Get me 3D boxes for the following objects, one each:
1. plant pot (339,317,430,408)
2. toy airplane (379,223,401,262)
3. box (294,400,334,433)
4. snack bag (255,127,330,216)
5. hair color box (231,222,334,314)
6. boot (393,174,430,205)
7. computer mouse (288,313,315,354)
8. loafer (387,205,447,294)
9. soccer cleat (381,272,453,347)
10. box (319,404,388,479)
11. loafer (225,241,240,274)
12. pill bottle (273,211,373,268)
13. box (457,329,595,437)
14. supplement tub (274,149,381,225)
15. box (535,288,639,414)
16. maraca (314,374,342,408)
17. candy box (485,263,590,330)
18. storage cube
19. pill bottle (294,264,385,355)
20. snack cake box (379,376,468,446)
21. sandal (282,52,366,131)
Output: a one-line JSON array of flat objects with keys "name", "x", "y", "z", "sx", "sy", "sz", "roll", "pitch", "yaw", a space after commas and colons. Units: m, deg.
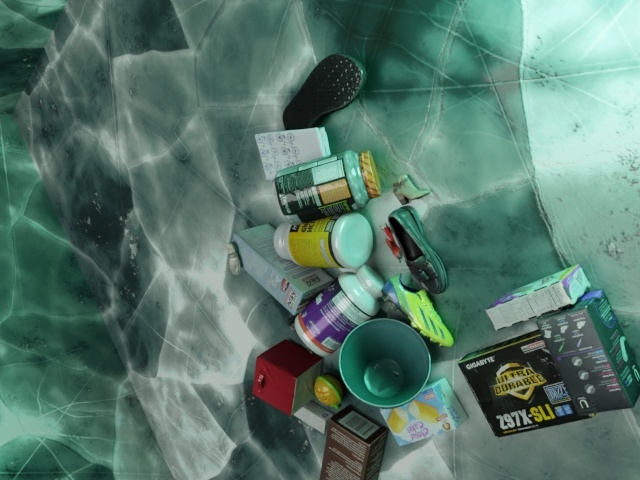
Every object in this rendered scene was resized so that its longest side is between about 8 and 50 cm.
[{"name": "plant pot", "x": 0.211, "y": 0.430, "z": 1.895, "sx": 0.290, "sy": 0.290, "sz": 0.195, "roll": 42, "pitch": 162, "yaw": 24}, {"name": "toy airplane", "x": 0.231, "y": 0.006, "z": 1.838, "sx": 0.028, "sy": 0.151, "sz": 0.151, "roll": -28, "pitch": 83, "yaw": 11}, {"name": "box", "x": -0.088, "y": 0.676, "z": 2.332, "sx": 0.324, "sy": 0.063, "sz": 0.067, "roll": 20, "pitch": 116, "yaw": 35}, {"name": "snack bag", "x": -0.077, "y": -0.229, "z": 2.031, "sx": 0.323, "sy": 0.037, "sz": 0.343, "roll": 4, "pitch": 118, "yaw": 40}, {"name": "hair color box", "x": -0.150, "y": 0.098, "z": 2.132, "sx": 0.374, "sy": 0.185, "sz": 0.114, "roll": 39, "pitch": 126, "yaw": 26}, {"name": "boot", "x": 0.279, "y": -0.166, "z": 1.787, "sx": 0.118, "sy": 0.042, "sz": 0.087, "roll": -23, "pitch": 80, "yaw": 35}, {"name": "computer mouse", "x": -0.026, "y": 0.308, "z": 2.178, "sx": 0.184, "sy": 0.060, "sz": 0.262, "roll": 48, "pitch": 140, "yaw": 14}, {"name": "loafer", "x": 0.295, "y": 0.040, "z": 1.794, "sx": 0.109, "sy": 0.095, "sz": 0.303, "roll": -29, "pitch": 84, "yaw": 42}, {"name": "soccer cleat", "x": 0.324, "y": 0.223, "z": 1.815, "sx": 0.289, "sy": 0.093, "sz": 0.121, "roll": 41, "pitch": 90, "yaw": 5}, {"name": "box", "x": 0.119, "y": 0.845, "z": 2.158, "sx": 0.191, "sy": 0.143, "sz": 0.382, "roll": 24, "pitch": 116, "yaw": 33}, {"name": "loafer", "x": -0.321, "y": 0.065, "z": 2.125, "sx": 0.045, "sy": 0.039, "sz": 0.125, "roll": -10, "pitch": 104, "yaw": 11}, {"name": "pill bottle", "x": 0.000, "y": 0.000, "z": 1.969, "sx": 0.334, "sy": 0.188, "sz": 0.188, "roll": -1, "pitch": 102, "yaw": 43}, {"name": "box", "x": 0.597, "y": 0.416, "z": 1.661, "sx": 0.322, "sy": 0.079, "sz": 0.257, "roll": -32, "pitch": 83, "yaw": 41}, {"name": "supplement tub", "x": 0.027, "y": -0.174, "z": 1.837, "sx": 0.316, "sy": 0.193, "sz": 0.194, "roll": -14, "pitch": 94, "yaw": 13}, {"name": "box", "x": 0.699, "y": 0.287, "z": 1.474, "sx": 0.143, "sy": 0.165, "sz": 0.270, "roll": -27, "pitch": 84, "yaw": 41}, {"name": "maraca", "x": 0.031, "y": 0.584, "z": 2.186, "sx": 0.127, "sy": 0.099, "sz": 0.186, "roll": 39, "pitch": 151, "yaw": 28}, {"name": "candy box", "x": 0.585, "y": 0.155, "z": 1.538, "sx": 0.233, "sy": 0.159, "sz": 0.071, "roll": -31, "pitch": 83, "yaw": 41}, {"name": "storage cube", "x": -0.128, "y": 0.533, "z": 2.229, "sx": 0.193, "sy": 0.215, "sz": 0.184, "roll": 21, "pitch": 115, "yaw": 28}, {"name": "pill bottle", "x": 0.075, "y": 0.233, "z": 1.944, "sx": 0.323, "sy": 0.181, "sz": 0.181, "roll": -45, "pitch": 72, "yaw": 15}, {"name": "snack cake box", "x": 0.342, "y": 0.580, "z": 1.919, "sx": 0.264, "sy": 0.089, "sz": 0.152, "roll": -37, "pitch": 77, "yaw": 41}, {"name": "sandal", "x": 0.019, "y": -0.481, "z": 1.889, "sx": 0.445, "sy": 0.107, "sz": 0.168, "roll": -25, "pitch": 87, "yaw": 55}]
